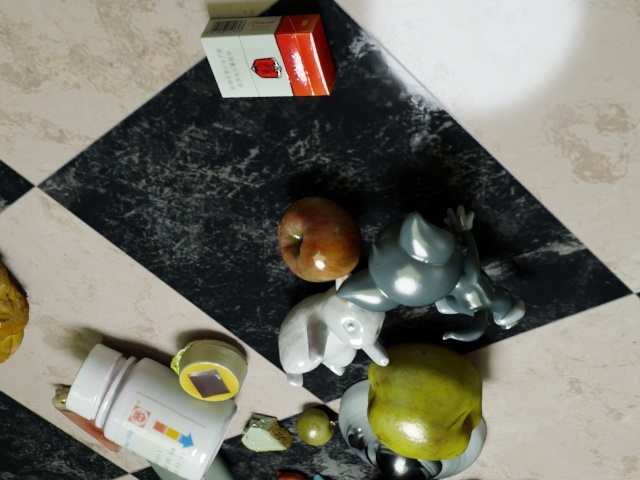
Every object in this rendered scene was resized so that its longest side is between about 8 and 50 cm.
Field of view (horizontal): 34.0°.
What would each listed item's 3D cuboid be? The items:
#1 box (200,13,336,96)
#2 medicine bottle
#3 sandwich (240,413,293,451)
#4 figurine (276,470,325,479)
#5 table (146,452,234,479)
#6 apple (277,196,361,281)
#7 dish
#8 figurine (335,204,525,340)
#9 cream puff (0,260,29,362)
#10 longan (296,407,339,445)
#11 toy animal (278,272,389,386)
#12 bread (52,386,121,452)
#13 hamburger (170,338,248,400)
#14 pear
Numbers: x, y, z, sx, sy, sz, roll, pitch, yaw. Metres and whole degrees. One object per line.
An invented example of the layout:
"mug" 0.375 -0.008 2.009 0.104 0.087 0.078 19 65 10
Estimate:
"box" -0.065 -0.233 1.327 0.152 0.048 0.100 0 139 18
"medicine bottle" -0.316 0.316 1.953 0.293 0.170 0.170 26 141 1
"sandwich" -0.118 0.380 2.062 0.104 0.036 0.093 -15 131 36
"figurine" -0.033 0.518 2.162 0.140 0.075 0.068 19 143 16
"table" -0.272 0.451 2.134 0.126 0.126 0.220 -3 137 24
"apple" 0.001 -0.003 1.510 0.102 0.126 0.126 -8 158 -39
"dish" 0.151 0.374 1.876 0.273 0.134 0.273 12 141 10
"figurine" 0.163 0.064 1.479 0.265 0.140 0.193 43 126 -17
"cream puff" -0.640 0.114 1.867 0.241 0.155 0.269 -17 127 34
"longan" -0.003 0.346 1.958 0.083 0.075 0.075 -19 132 7
"toy animal" 0.041 0.131 1.627 0.140 0.138 0.282 0 159 -37
"bread" -0.448 0.365 2.150 0.119 0.067 0.192 -13 131 43
"hamburger" -0.200 0.229 1.887 0.141 0.081 0.126 -26 126 26
"pear" 0.166 0.259 1.698 0.200 0.200 0.200 11 140 9
